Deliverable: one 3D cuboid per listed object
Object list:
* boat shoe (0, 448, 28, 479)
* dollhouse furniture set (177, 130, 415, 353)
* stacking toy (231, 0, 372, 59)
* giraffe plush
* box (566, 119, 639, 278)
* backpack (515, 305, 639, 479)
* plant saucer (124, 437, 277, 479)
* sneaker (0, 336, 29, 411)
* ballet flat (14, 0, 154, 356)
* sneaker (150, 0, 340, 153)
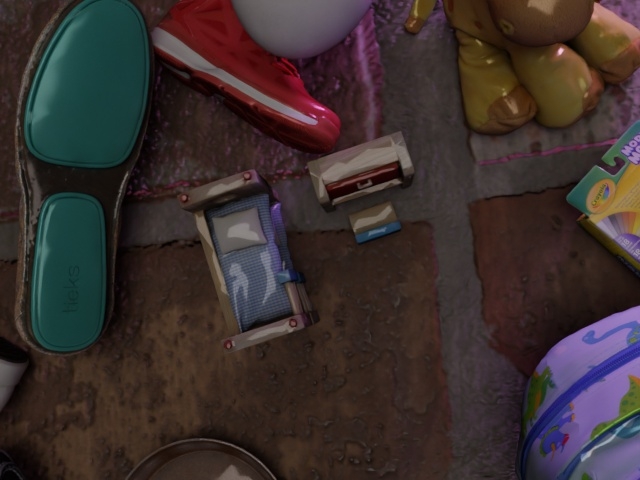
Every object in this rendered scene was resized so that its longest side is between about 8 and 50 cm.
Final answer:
[{"bbox_3d":[-0.224,0.309,0.560,0.102,0.108,0.301,-20,87,3],"label":"boat shoe"},{"bbox_3d":[0.000,0.000,0.549,0.183,0.129,0.129,-19,84,4],"label":"dollhouse furniture set"},{"bbox_3d":[0.032,-0.371,0.476,0.350,0.350,0.480,17,92,6],"label":"stacking toy"},{"bbox_3d":[0.168,-0.202,0.526,0.181,0.170,0.210,-40,83,2],"label":"giraffe plush"},{"bbox_3d":[0.307,-0.010,0.565,0.179,0.043,0.105,43,91,4],"label":"box"},{"bbox_3d":[0.318,0.154,0.455,0.355,0.273,0.290,-3,120,18],"label":"backpack"},{"bbox_3d":[-0.104,0.260,0.590,0.168,0.029,0.169,0,86,5],"label":"plant saucer"},{"bbox_3d":[-0.421,0.094,0.593,0.290,0.106,0.123,28,86,5],"label":"sneaker"},{"bbox_3d":[-0.221,-0.060,0.583,0.107,0.106,0.316,11,92,-29],"label":"ballet flat"},{"bbox_3d":[-0.050,-0.173,0.572,0.221,0.087,0.128,33,87,21],"label":"sneaker"}]
